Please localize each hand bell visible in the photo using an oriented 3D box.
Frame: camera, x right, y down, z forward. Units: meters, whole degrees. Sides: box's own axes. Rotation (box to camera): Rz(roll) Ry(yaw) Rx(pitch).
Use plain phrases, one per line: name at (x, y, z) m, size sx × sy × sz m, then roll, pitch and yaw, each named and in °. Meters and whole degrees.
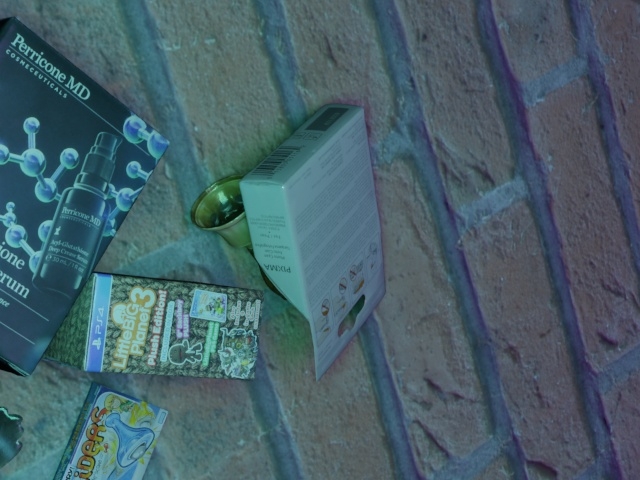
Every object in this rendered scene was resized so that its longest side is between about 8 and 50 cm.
hand bell at (-0.107, 0.015, 2.146) m, size 0.126 × 0.126 × 0.242 m, roll -51°, pitch 130°, yaw -22°

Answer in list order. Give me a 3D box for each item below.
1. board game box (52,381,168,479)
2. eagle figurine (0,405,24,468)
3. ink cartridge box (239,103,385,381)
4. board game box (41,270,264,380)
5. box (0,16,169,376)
board game box at (-0.342, 0.345, 2.026) m, size 0.136 × 0.035 × 0.201 m, roll 27°, pitch 78°, yaw -33°
eagle figurine at (-0.542, 0.388, 1.784) m, size 0.225 × 0.226 × 0.298 m, roll 45°, pitch 56°, yaw -12°
ink cartridge box at (0.000, 0.000, 2.168) m, size 0.308 × 0.091 × 0.385 m, roll -48°, pitch 138°, yaw -50°
board game box at (-0.273, 0.127, 1.941) m, size 0.291 × 0.232 × 0.141 m, roll 8°, pitch 88°, yaw -35°
box at (-0.454, -0.059, 1.748) m, size 0.293 × 0.212 × 0.395 m, roll 38°, pitch 70°, yaw -31°
